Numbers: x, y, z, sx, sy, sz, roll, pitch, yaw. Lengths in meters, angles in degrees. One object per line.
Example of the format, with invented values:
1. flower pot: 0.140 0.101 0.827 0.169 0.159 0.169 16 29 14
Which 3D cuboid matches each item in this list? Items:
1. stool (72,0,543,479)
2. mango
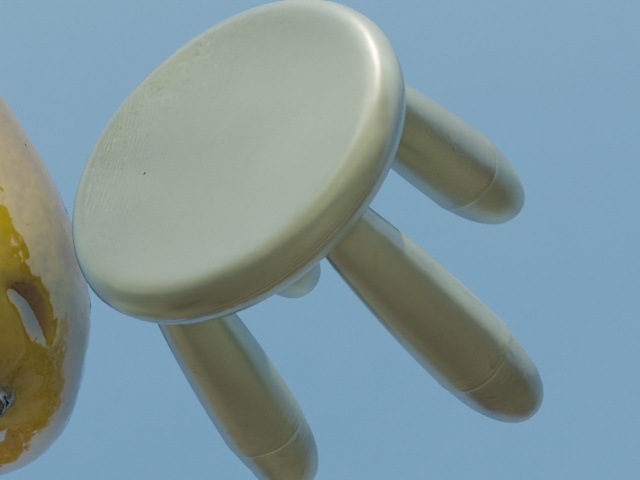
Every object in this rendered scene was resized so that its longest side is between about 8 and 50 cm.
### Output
1. stool: 0.000 0.000 0.872 0.195 0.195 0.199 -22 -43 24
2. mango: -0.329 -0.025 1.262 0.221 0.301 0.445 -17 -110 -27
